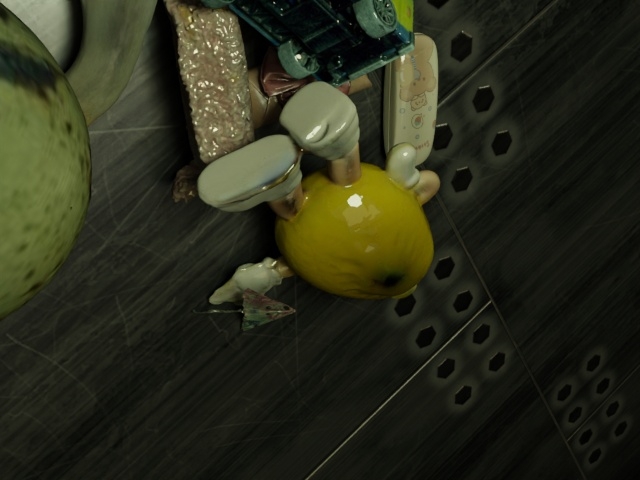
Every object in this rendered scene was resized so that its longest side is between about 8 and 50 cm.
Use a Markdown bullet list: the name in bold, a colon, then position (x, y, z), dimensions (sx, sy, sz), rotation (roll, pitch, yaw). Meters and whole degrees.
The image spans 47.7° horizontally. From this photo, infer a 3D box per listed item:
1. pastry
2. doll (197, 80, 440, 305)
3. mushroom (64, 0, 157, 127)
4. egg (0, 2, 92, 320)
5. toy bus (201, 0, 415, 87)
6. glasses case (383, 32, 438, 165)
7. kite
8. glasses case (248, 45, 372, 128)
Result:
- **pastry**: position (-0.136, -0.178, 0.905), dimensions (0.112, 0.103, 0.265), rotation (-3, 120, -13)
- **doll**: position (0.008, -0.025, 1.008), dimensions (0.348, 0.161, 0.423), rotation (-11, 142, -13)
- **mushroom**: position (-0.244, -0.241, 0.816), dimensions (0.096, 0.099, 0.278), rotation (10, 109, -30)
- **egg**: position (-0.396, -0.082, 0.615), dimensions (0.345, 0.345, 0.428), rotation (-52, 153, -2)
- **toy bus**: position (-0.032, -0.333, 0.823), dimensions (0.312, 0.152, 0.190), rotation (31, 54, -41)
- **glasses case**: position (0.136, -0.210, 1.098), dimensions (0.081, 0.051, 0.204), rotation (-17, 120, -27)
- **kite**: position (-0.111, 0.103, 1.072), dimensions (0.157, 0.011, 0.139), rotation (-1, 146, -6)
- **glasses case**: position (-0.014, -0.225, 0.982), dimensions (0.194, 0.070, 0.102), rotation (-24, 121, -22)
